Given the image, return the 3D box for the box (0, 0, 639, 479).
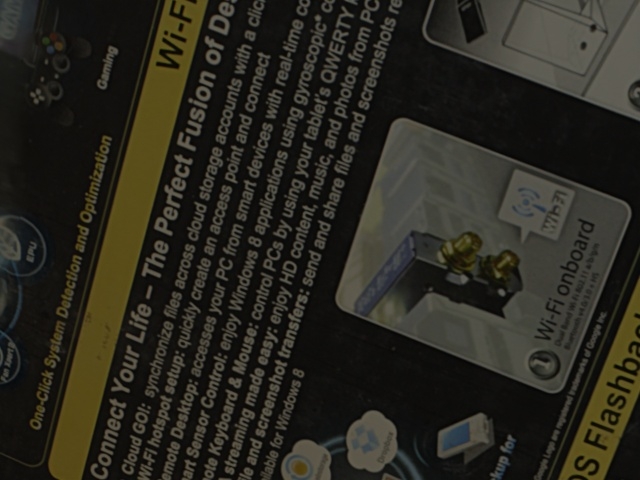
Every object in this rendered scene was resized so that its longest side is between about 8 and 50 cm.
[{"bbox_3d":[0.005,0.015,0.412,0.097,0.318,0.395,-56,165,-62],"label":"box"}]
